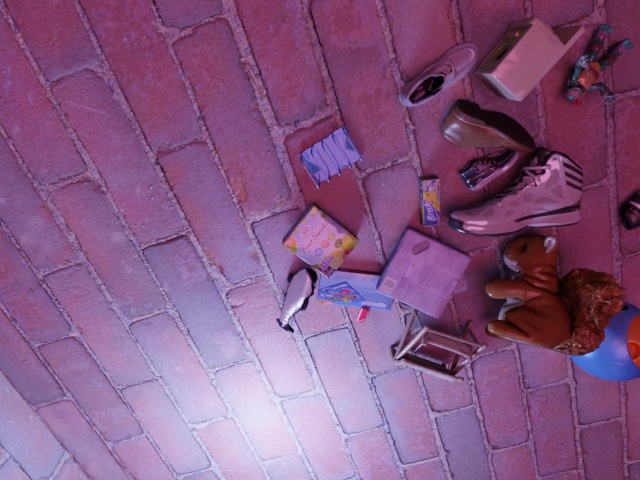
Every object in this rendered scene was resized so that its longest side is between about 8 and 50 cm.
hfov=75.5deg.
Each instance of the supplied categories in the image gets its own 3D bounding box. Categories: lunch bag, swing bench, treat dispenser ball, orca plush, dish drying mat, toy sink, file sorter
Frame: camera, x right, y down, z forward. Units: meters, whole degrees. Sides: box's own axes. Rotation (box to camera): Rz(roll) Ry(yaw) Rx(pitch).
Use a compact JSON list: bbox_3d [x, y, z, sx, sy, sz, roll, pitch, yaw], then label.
[{"bbox_3d":[0.493,0.153,1.513,0.071,0.053,0.083,-19,102,6],"label":"lunch bag"},{"bbox_3d":[0.434,0.409,1.563,0.253,0.165,0.254,19,112,-9],"label":"swing bench"},{"bbox_3d":[1.033,0.352,1.477,0.288,0.288,0.288,0,114,-1],"label":"treat dispenser ball"},{"bbox_3d":[-0.061,0.217,1.511,0.102,0.151,0.287,1,115,-35],"label":"orca plush"},{"bbox_3d":[0.161,0.286,1.576,0.032,0.008,0.083,11,133,-4],"label":"dish drying mat"},{"bbox_3d":[0.574,-0.532,1.161,0.131,0.152,0.234,35,110,-14],"label":"toy sink"},{"bbox_3d":[0.033,-0.259,1.300,0.170,0.104,0.118,-30,110,12],"label":"file sorter"}]

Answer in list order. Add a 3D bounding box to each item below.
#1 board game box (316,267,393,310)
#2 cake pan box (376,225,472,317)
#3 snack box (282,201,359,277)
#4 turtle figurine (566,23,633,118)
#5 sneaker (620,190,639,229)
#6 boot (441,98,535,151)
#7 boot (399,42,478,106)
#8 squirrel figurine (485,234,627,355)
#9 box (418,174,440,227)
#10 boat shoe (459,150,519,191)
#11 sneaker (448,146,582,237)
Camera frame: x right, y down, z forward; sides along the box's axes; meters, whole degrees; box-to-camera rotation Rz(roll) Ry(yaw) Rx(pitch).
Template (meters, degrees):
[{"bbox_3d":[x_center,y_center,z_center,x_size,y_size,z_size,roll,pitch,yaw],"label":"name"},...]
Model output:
[{"bbox_3d":[0.134,0.179,1.534,0.282,0.027,0.145,7,112,-4],"label":"board game box"},{"bbox_3d":[0.356,0.116,1.453,0.246,0.070,0.266,23,104,1],"label":"cake pan box"},{"bbox_3d":[0.000,0.000,1.419,0.207,0.070,0.174,36,99,-14],"label":"snack box"},{"bbox_3d":[0.789,-0.488,1.202,0.175,0.118,0.234,27,96,-27],"label":"turtle figurine"},{"bbox_3d":[1.120,-0.063,1.418,0.217,0.079,0.121,41,111,-8],"label":"sneaker"},{"bbox_3d":[0.524,-0.334,1.294,0.306,0.112,0.115,18,141,-12],"label":"boot"},{"bbox_3d":[0.354,-0.473,1.198,0.258,0.123,0.095,-36,109,14],"label":"boot"},{"bbox_3d":[0.763,0.172,1.378,0.397,0.281,0.370,10,79,29],"label":"squirrel figurine"},{"bbox_3d":[0.366,-0.130,1.387,0.059,0.054,0.168,-6,114,2],"label":"box"},{"bbox_3d":[0.542,-0.244,1.333,0.183,0.065,0.083,-40,106,14],"label":"boat shoe"},{"bbox_3d":[0.625,-0.165,1.329,0.448,0.169,0.257,-8,109,-7],"label":"sneaker"}]
